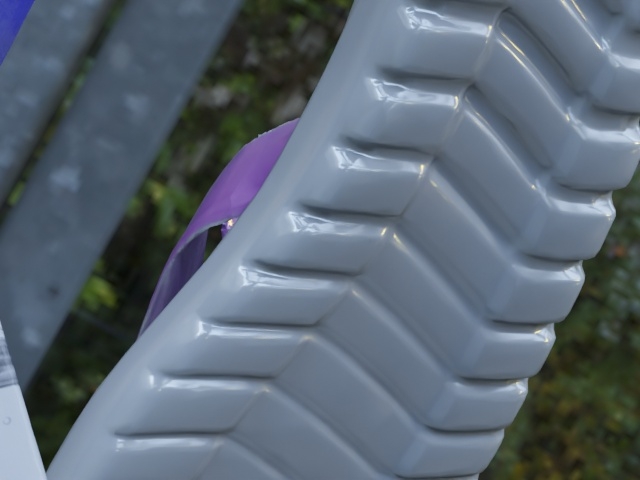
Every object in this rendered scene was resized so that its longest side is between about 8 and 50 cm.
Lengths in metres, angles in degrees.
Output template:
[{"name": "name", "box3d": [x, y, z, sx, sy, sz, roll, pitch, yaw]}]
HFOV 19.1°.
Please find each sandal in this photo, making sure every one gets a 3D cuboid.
[{"name": "sandal", "box3d": [0.011, 0.006, 0.706, 0.169, 0.416, 0.102, 26, 12, -38]}]

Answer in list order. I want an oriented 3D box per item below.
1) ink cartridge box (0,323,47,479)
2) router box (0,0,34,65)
[{"name": "ink cartridge box", "box3d": [-0.103, 0.048, 0.339, 0.099, 0.135, 0.056, -14, -10, -29]}, {"name": "router box", "box3d": [-0.252, -0.203, 0.871, 0.301, 0.335, 0.082, 13, -30, 14]}]
